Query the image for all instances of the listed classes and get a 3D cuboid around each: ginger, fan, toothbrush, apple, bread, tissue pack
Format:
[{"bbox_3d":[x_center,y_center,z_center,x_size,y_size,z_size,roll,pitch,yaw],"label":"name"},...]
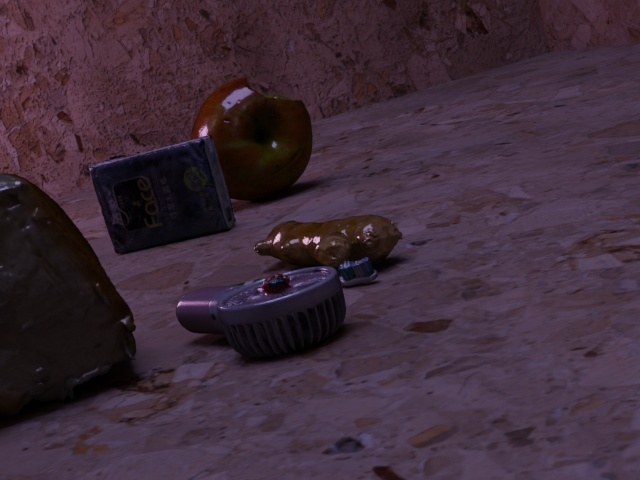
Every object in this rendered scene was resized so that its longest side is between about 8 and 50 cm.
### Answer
[{"bbox_3d":[0.001,0.004,1.580,0.118,0.065,0.299,-9,4,-24],"label":"ginger"},{"bbox_3d":[-0.074,0.072,1.283,0.130,0.074,0.244,-24,12,-37],"label":"fan"},{"bbox_3d":[-0.060,0.059,1.488,0.304,0.030,0.030,-12,10,35],"label":"toothbrush"},{"bbox_3d":[-0.144,-0.201,2.412,0.246,0.246,0.226,-20,6,-23],"label":"apple"},{"bbox_3d":[-0.356,0.051,1.309,0.225,0.279,0.250,-32,13,-13],"label":"bread"},{"bbox_3d":[-0.283,-0.083,2.171,0.235,0.173,0.073,-11,10,19],"label":"tissue pack"}]
